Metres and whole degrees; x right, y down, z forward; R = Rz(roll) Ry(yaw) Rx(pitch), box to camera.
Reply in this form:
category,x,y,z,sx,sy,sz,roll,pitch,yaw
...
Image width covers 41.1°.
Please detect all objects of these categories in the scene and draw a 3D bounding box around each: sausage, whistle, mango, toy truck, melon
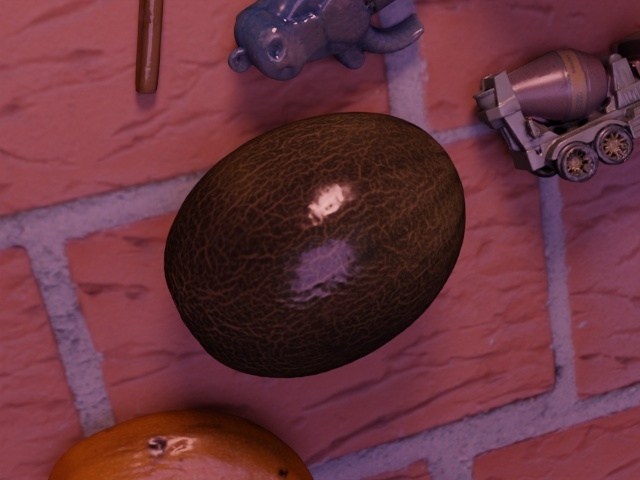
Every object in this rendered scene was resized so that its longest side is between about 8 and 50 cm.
category,x,y,z,sx,sy,sz,roll,pitch,yaw
sausage,-0.165,-0.209,0.829,0.024,0.024,0.132,2,108,-17
whistle,0.023,-0.243,0.835,0.269,0.093,0.180,-34,138,-3
mango,-0.154,0.273,0.945,0.295,0.120,0.176,-5,101,-16
toy truck,0.304,-0.159,0.939,0.257,0.108,0.140,-26,99,-3
melon,0.000,0.000,0.830,0.302,0.237,0.237,-31,113,-7
